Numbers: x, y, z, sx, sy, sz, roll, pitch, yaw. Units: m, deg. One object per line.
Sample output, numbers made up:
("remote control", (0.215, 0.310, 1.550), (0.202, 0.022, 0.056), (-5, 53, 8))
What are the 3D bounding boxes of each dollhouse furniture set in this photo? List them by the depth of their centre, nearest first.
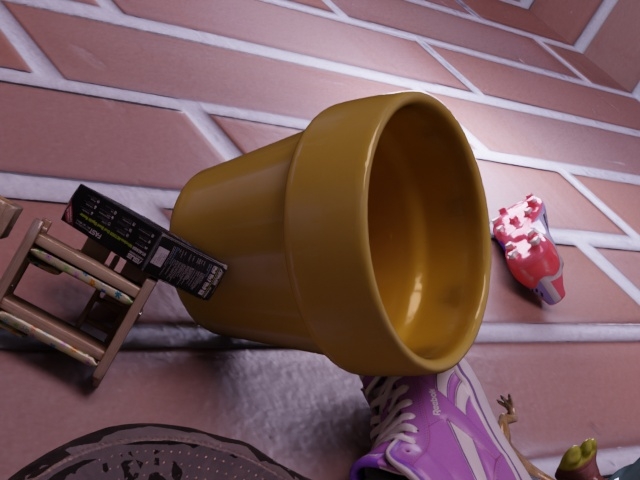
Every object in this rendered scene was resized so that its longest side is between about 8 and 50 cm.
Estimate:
("dollhouse furniture set", (-0.243, 0.033, 1.112), (0.182, 0.101, 0.161), (29, -1, -5))

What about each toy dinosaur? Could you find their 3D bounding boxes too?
("toy dinosaur", (0.176, 0.202, 1.320), (0.183, 0.053, 0.092), (35, 31, -24))

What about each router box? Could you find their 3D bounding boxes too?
("router box", (-0.154, 0.002, 1.121), (0.122, 0.038, 0.092), (29, -1, 38))

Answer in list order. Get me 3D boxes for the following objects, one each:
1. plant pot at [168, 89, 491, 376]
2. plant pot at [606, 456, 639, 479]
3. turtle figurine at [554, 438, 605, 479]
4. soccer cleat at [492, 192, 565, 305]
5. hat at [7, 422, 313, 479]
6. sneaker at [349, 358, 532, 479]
("plant pot", (0.000, 0.000, 1.192), (0.239, 0.254, 0.254), (-4, 5, 31))
("plant pot", (0.436, 0.250, 1.165), (0.341, 0.334, 0.341), (25, 24, -12))
("turtle figurine", (0.259, 0.271, 1.048), (0.217, 0.269, 0.087), (51, -2, 28))
("soccer cleat", (0.298, 0.010, 1.818), (0.095, 0.083, 0.248), (58, 13, -15))
("hat", (-0.085, 0.273, 0.730), (0.331, 0.134, 0.331), (12, 42, -11))
("sneaker", (0.077, 0.169, 1.182), (0.161, 0.102, 0.282), (7, 34, -39))
